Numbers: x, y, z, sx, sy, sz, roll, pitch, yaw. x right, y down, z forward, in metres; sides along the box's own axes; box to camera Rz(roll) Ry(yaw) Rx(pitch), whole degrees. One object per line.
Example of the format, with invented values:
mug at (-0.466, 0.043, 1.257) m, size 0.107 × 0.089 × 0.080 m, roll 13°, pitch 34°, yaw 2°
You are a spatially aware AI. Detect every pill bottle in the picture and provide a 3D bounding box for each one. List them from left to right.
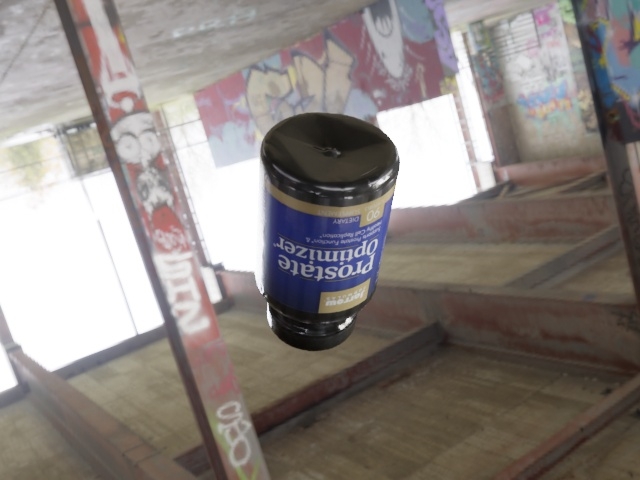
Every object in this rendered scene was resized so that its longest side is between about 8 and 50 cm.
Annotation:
pill bottle at (0.000, 0.000, 0.673) m, size 0.122 × 0.219 × 0.123 m, roll 3°, pitch -138°, yaw -3°
